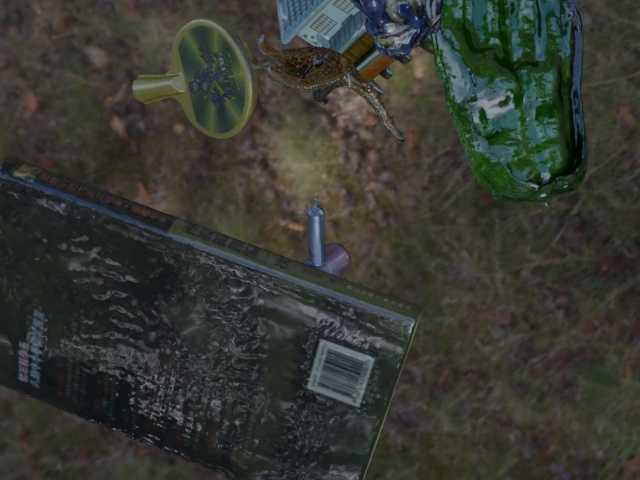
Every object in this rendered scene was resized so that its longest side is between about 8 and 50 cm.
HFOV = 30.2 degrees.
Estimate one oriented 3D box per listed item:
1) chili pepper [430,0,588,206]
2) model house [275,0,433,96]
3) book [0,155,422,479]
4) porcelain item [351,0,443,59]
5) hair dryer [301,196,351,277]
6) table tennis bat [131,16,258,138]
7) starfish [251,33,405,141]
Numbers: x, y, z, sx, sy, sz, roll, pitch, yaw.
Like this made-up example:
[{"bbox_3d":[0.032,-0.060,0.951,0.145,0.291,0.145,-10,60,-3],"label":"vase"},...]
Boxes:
[{"bbox_3d":[0.272,-0.231,1.719,0.167,0.213,0.385,147,110,-74],"label":"chili pepper"},{"bbox_3d":[0.072,-0.375,1.847,0.215,0.198,0.224,33,145,-18],"label":"model house"},{"bbox_3d":[-0.072,0.057,0.641,0.228,0.024,0.160,20,129,6],"label":"book"},{"bbox_3d":[0.110,-0.351,1.311,0.138,0.288,0.186,4,143,30],"label":"porcelain item"},{"bbox_3d":[0.000,0.000,1.205,0.037,0.063,0.114,25,135,30],"label":"hair dryer"},{"bbox_3d":[-0.210,-0.265,1.979,0.320,0.050,0.199,1,106,48],"label":"table tennis bat"},{"bbox_3d":[0.011,-0.117,0.876,0.130,0.133,0.041,26,97,-3],"label":"starfish"}]
